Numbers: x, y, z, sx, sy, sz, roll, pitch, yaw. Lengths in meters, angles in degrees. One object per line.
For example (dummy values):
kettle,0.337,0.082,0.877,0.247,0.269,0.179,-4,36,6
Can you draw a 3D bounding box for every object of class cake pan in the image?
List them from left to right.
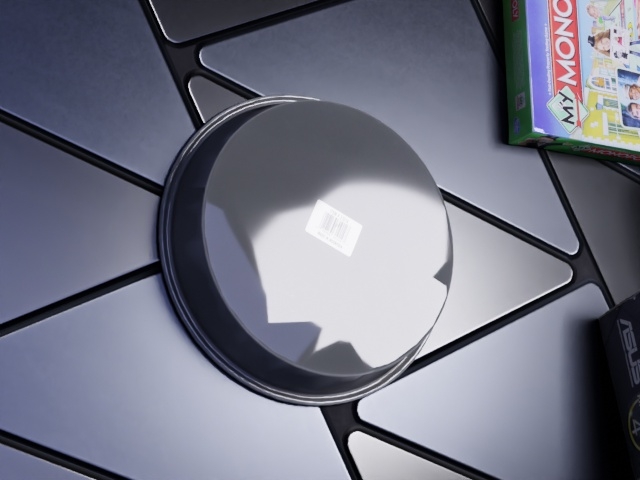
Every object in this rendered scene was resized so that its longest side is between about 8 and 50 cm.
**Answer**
cake pan,0.000,0.000,1.203,0.293,0.054,0.293,8,73,-26

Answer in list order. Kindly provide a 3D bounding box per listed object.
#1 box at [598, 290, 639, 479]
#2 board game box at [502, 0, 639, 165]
box,0.461,0.247,1.321,0.318,0.097,0.395,4,63,-24
board game box,0.293,-0.243,1.428,0.214,0.046,0.317,7,74,-27
